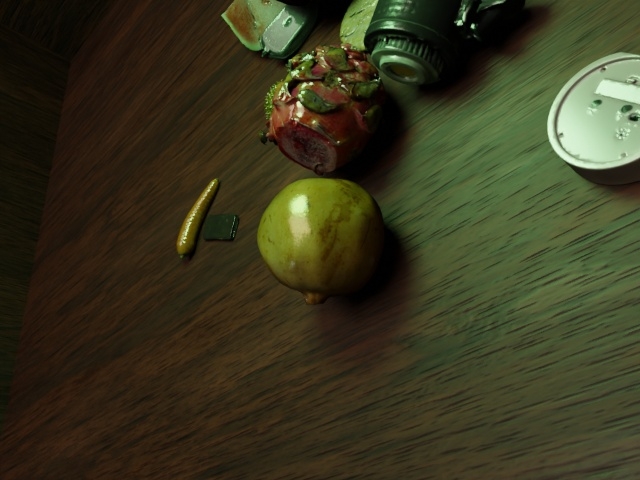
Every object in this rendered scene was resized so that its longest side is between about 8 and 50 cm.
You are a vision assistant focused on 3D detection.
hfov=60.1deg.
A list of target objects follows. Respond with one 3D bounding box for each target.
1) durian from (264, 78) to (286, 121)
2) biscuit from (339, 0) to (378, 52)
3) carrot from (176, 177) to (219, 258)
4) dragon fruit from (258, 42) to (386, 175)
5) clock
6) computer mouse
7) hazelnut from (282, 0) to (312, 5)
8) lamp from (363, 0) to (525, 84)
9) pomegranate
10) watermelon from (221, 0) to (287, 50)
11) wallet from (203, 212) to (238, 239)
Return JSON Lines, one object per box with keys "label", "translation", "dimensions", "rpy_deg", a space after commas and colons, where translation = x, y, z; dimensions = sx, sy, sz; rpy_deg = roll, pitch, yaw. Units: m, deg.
{"label": "durian", "translation": [-0.092, -0.408, 1.540], "dimensions": [0.146, 0.102, 0.208], "rpy_deg": [2, 69, 54]}
{"label": "biscuit", "translation": [0.132, -0.584, 1.433], "dimensions": [0.219, 0.033, 0.220], "rpy_deg": [-22, 57, 38]}
{"label": "carrot", "translation": [-0.388, -0.072, 1.728], "dimensions": [0.066, 0.062, 0.271], "rpy_deg": [144, 147, -77]}
{"label": "dragon fruit", "translation": [0.020, -0.306, 1.260], "dimensions": [0.269, 0.250, 0.291], "rpy_deg": [123, 171, -61]}
{"label": "clock", "translation": [0.461, -0.188, 0.857], "dimensions": [0.196, 0.068, 0.197], "rpy_deg": [-23, 56, 38]}
{"label": "computer mouse", "translation": [-0.090, -0.630, 1.656], "dimensions": [0.229, 0.068, 0.113], "rpy_deg": [-45, 73, 15]}
{"label": "hazelnut", "translation": [-0.029, -0.841, 1.464], "dimensions": [0.429, 0.402, 0.402], "rpy_deg": [-30, 50, 16]}
{"label": "lamp", "translation": [0.205, -0.471, 1.161], "dimensions": [0.374, 0.205, 0.272], "rpy_deg": [42, 99, 37]}
{"label": "pomegranate", "translation": [0.000, 0.000, 1.120], "dimensions": [0.264, 0.264, 0.265], "rpy_deg": [-23, 56, 39]}
{"label": "watermelon", "translation": [-0.187, -0.727, 1.749], "dimensions": [0.260, 0.175, 0.256], "rpy_deg": [13, 78, 64]}
{"label": "wallet", "translation": [-0.296, -0.040, 1.638], "dimensions": [0.156, 0.018, 0.082], "rpy_deg": [-2, 71, 47]}
